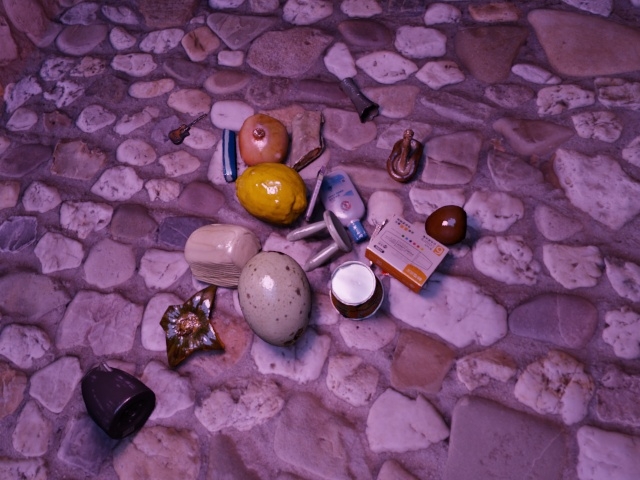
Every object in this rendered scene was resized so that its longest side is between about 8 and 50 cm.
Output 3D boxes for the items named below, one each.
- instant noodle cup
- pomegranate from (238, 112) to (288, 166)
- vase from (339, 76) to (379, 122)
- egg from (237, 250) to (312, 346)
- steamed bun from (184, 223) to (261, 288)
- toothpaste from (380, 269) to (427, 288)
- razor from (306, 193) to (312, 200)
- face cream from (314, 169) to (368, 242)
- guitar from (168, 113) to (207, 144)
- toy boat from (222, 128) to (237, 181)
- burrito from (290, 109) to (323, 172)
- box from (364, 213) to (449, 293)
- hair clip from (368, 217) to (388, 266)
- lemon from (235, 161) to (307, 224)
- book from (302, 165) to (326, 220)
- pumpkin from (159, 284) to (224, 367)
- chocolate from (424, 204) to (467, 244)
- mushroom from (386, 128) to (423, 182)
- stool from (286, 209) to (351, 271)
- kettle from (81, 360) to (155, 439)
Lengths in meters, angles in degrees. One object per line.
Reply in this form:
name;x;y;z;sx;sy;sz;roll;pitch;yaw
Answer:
instant noodle cup;0.138;0.188;1.622;0.229;0.182;0.231;-3;70;8
pomegranate;-0.266;-0.456;1.880;0.228;0.270;0.252;15;81;6
vase;0.180;-0.688;1.977;0.115;0.115;0.238;-29;65;-1
egg;-0.174;0.224;1.610;0.287;0.287;0.380;-25;80;0
steamed bun;-0.414;0.029;1.764;0.289;0.274;0.273;2;55;7
toothpaste;0.344;0.151;1.681;0.190;0.031;0.048;22;79;19
razor;-0.031;-0.207;1.876;0.154;0.028;0.044;-35;69;-3
face cream;0.107;-0.145;1.798;0.162;0.080;0.337;-25;72;-2
guitar;-0.687;-0.589;2.133;0.233;0.025;0.088;-39;68;-6
toy boat;-0.444;-0.427;1.997;0.061;0.096;0.300;-6;67;-3
burrito;-0.067;-0.472;1.943;0.174;0.107;0.348;-5;67;23
box;0.349;0.051;1.657;0.273;0.091;0.221;35;66;16
hair clip;0.225;0.002;1.752;0.072;0.034;0.226;15;74;16
lemon;-0.212;-0.211;1.785;0.285;0.285;0.316;-35;62;-4
book;-0.025;-0.193;1.731;0.026;0.157;0.232;17;89;-8
pumpkin;-0.543;0.356;1.728;0.258;0.095;0.291;-17;72;0
chocolate;0.508;-0.065;1.662;0.176;0.177;0.177;-3;70;9
mushroom;0.365;-0.386;1.768;0.147;0.217;0.227;10;73;13
stool;0.000;0.000;1.678;0.198;0.195;0.196;-27;89;15
kettle;-0.845;0.644;1.639;0.290;0.207;0.269;25;104;23
